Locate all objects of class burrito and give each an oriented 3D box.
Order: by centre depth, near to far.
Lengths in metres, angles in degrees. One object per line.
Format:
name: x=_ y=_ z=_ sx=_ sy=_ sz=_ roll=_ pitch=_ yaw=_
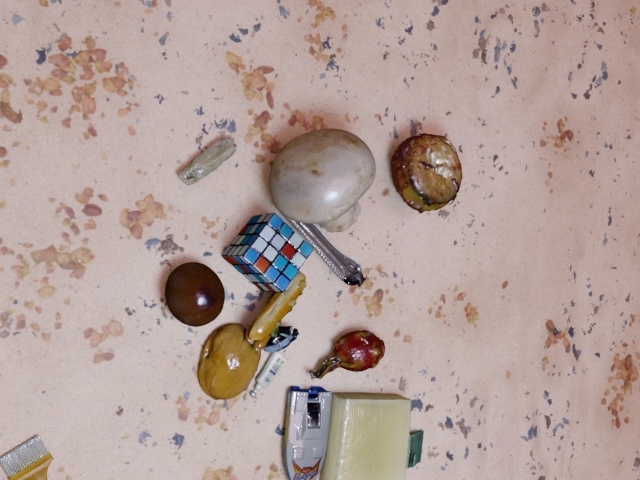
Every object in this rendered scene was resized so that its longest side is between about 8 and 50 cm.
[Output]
burrito: x=-0.293 y=-0.210 z=1.869 sx=0.188 sy=0.045 sz=0.058 roll=-43 pitch=115 yaw=-23

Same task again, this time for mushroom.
mushroom: x=0.018 y=-0.143 z=1.911 sx=0.297 sy=0.297 sz=0.290 roll=-44 pitch=131 yaw=-21

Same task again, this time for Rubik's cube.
Rubik's cube: x=-0.141 y=0.033 z=1.883 sx=0.154 sy=0.155 sz=0.151 roll=42 pitch=71 yaw=-21

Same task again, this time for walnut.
walnut: x=-0.228 y=0.327 z=1.874 sx=0.167 sy=0.087 sz=0.211 roll=21 pitch=80 yaw=-30

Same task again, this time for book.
book: x=0.281 y=0.628 z=2.129 sx=0.135 sy=0.017 sz=0.103 roll=18 pitch=78 yaw=-64

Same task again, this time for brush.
brush: x=-0.653 y=0.602 z=1.691 sx=0.103 sy=0.013 sz=0.272 roll=-31 pitch=104 yaw=-24

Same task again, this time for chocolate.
chocolate: x=-0.311 y=0.137 z=1.793 sx=0.177 sy=0.177 sz=0.176 roll=0 pitch=89 yaw=-27

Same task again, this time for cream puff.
cream puff: x=0.310 y=-0.199 z=2.119 sx=0.240 sy=0.164 sz=0.240 roll=10 pitch=73 yaw=-37

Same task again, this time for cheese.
cheese: x=0.133 y=0.578 z=2.038 sx=0.243 sy=0.124 sz=0.265 roll=8 pitch=87 yaw=-23

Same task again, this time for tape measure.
tape measure: x=-0.119 y=0.266 z=1.932 sx=0.094 sy=0.091 sz=0.054 roll=-31 pitch=111 yaw=-42

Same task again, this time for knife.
knife: x=-0.004 y=0.003 z=2.021 sx=0.365 sy=0.043 sz=0.089 roll=46 pitch=37 yaw=-17

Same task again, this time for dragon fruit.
dragon fruit: x=0.076 y=0.333 z=2.014 sx=0.246 sy=0.125 sz=0.125 roll=-23 pitch=103 yaw=-19

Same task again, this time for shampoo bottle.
shampoo bottle: x=-0.147 y=0.369 z=1.944 sx=0.049 sy=0.034 sz=0.141 roll=46 pitch=71 yaw=-27

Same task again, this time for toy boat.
toy boat: x=-0.038 y=0.558 z=1.967 sx=0.129 sy=0.088 sz=0.295 roll=7 pitch=86 yaw=-27

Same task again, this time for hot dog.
hot dog: x=-0.117 y=0.186 z=1.900 sx=0.072 sy=0.109 sz=0.269 roll=36 pitch=59 yaw=-4
